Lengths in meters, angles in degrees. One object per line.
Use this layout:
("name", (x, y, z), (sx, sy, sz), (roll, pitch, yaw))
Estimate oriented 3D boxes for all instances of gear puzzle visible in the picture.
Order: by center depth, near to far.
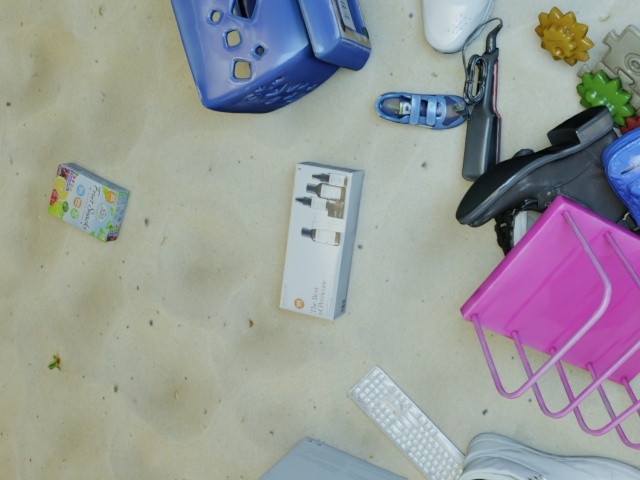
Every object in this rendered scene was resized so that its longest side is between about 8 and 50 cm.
("gear puzzle", (0.398, -0.175, 0.967), (0.044, 0.175, 0.339), (-40, 79, -17))

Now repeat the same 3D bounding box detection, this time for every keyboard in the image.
("keyboard", (0.156, 0.316, 1.231), (0.256, 0.014, 0.072), (45, 113, 10))

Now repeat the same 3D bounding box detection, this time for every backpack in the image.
("backpack", (0.400, -0.076, 0.910), (0.098, 0.101, 0.120), (-31, 97, 17))

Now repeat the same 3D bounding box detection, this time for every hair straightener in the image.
("hair straightener", (0.226, -0.195, 1.073), (0.047, 0.089, 0.230), (15, 106, 38))

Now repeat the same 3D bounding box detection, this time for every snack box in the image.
("snack box", (-0.427, -0.071, 1.407), (0.141, 0.037, 0.100), (26, 109, 17))

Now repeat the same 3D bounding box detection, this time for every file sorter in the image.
("file sorter", (0.362, 0.123, 0.930), (0.291, 0.182, 0.202), (23, 121, -21))

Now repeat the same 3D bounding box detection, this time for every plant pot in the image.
("plant pot", (-0.062, -0.325, 1.106), (0.212, 0.236, 0.235), (-16, 92, 19))

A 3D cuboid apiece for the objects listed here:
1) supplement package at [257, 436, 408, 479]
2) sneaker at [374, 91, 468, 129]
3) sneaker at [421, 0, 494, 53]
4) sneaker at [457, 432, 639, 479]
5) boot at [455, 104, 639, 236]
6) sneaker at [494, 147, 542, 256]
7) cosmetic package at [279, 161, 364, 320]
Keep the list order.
("supplement package", (0.005, 0.445, 1.214), (0.194, 0.203, 0.149), (17, 105, 21))
("sneaker", (0.145, -0.191, 1.127), (0.144, 0.059, 0.053), (6, 99, 22))
("sneaker", (0.190, -0.403, 1.034), (0.111, 0.129, 0.296), (15, 106, 19))
("sneaker", (0.337, 0.367, 1.076), (0.293, 0.169, 0.108), (9, 100, 19))
("boot", (0.332, -0.023, 0.995), (0.263, 0.091, 0.229), (-33, 103, -1))
("sneaker", (0.310, 0.005, 1.080), (0.108, 0.100, 0.271), (-8, 92, -1))
("cosmetic package", (0.000, 0.000, 1.221), (0.099, 0.060, 0.238), (12, 103, 22))
